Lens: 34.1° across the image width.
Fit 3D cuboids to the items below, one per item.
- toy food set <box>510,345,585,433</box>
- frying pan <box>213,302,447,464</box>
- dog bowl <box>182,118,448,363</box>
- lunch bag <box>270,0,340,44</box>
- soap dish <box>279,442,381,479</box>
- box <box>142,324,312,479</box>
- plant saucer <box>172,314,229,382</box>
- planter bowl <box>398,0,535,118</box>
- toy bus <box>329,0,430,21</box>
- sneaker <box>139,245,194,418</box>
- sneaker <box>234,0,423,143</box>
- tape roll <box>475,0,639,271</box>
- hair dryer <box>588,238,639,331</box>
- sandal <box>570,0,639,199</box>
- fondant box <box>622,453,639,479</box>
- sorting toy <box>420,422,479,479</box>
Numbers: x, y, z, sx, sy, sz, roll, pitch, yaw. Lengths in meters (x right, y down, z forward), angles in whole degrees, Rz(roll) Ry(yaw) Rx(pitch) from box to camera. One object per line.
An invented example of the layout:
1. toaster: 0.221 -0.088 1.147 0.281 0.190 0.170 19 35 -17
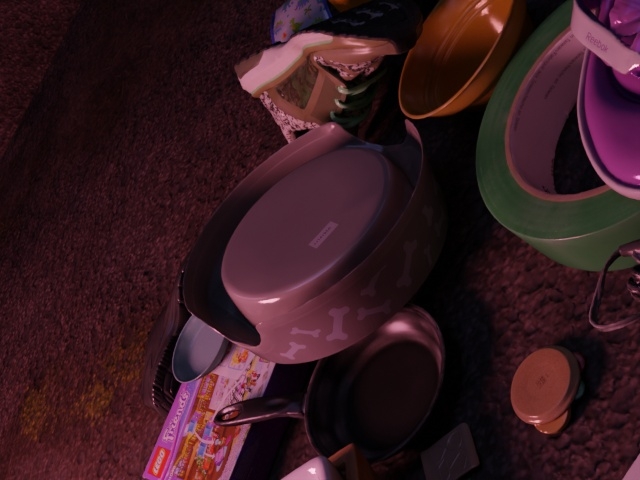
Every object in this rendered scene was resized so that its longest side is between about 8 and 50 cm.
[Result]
1. toy food set: 0.217 0.138 0.996 0.082 0.020 0.083 -60 31 -1
2. frying pan: 0.016 0.198 1.174 0.326 0.053 0.197 -38 38 21
3. dog bowl: 0.000 0.000 1.265 0.349 0.102 0.348 -28 33 21
4. lunch bag: -0.010 -0.332 1.632 0.129 0.096 0.151 -37 28 31
5. soap dish: -0.034 0.376 1.060 0.291 0.118 0.229 -40 37 28
6. box: -0.110 0.200 1.368 0.201 0.057 0.293 3 67 54
7. plant saucer: -0.155 0.139 1.405 0.119 0.021 0.119 -36 38 34
8. planter bowl: 0.193 -0.222 1.249 0.217 0.090 0.217 -46 28 34
9. toy bus: 0.075 -0.421 1.479 0.220 0.211 0.149 -53 31 8
10. sneaker: -0.199 0.118 1.525 0.130 0.109 0.286 -11 54 58
11. sneaker: 0.033 -0.211 1.415 0.158 0.182 0.410 -28 10 -22
12. tape roll: 0.301 -0.128 1.045 0.321 0.077 0.321 -34 41 35
13. hair dryer: 0.356 -0.008 0.832 0.293 0.080 0.223 -52 47 7
14. sandal: 0.294 -0.223 0.961 0.169 0.102 0.416 -23 47 44
15. fondant box: 0.258 0.319 0.719 0.330 0.096 0.238 -57 32 3
16. sorting toy: 0.133 0.230 1.045 0.062 0.012 0.083 -39 33 22
